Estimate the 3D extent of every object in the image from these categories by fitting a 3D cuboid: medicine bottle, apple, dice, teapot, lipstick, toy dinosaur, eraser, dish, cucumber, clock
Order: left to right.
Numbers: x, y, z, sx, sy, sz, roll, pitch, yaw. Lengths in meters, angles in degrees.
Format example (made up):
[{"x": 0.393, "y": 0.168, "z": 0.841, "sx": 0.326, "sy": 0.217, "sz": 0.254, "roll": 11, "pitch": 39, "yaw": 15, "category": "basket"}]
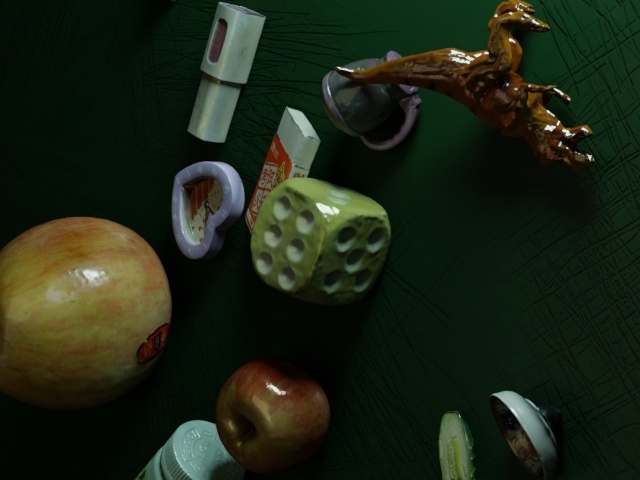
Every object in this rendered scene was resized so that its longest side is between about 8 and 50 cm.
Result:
[{"x": -0.503, "y": 0.150, "z": 2.032, "sx": 0.391, "sy": 0.346, "sz": 0.392, "roll": 1, "pitch": 91, "yaw": 50, "category": "apple"}, {"x": -0.287, "y": 0.496, "z": 1.943, "sx": 0.318, "sy": 0.158, "sz": 0.158, "roll": -51, "pitch": 57, "yaw": 32, "category": "medicine bottle"}, {"x": -0.216, "y": -0.069, "z": 1.947, "sx": 0.172, "sy": 0.064, "sz": 0.198, "roll": 51, "pitch": 122, "yaw": 32, "category": "clock"}, {"x": -0.181, "y": -0.312, "z": 1.908, "sx": 0.079, "sy": 0.077, "sz": 0.253, "roll": 34, "pitch": 114, "yaw": 39, "category": "lipstick"}, {"x": -0.083, "y": 0.300, "z": 1.746, "sx": 0.209, "sy": 0.164, "sz": 0.209, "roll": 12, "pitch": 109, "yaw": 39, "category": "apple"}, {"x": -0.070, "y": -0.103, "z": 1.779, "sx": 0.157, "sy": 0.038, "sz": 0.230, "roll": -117, "pitch": 46, "yaw": -61, "category": "eraser"}, {"x": 0.000, "y": 0.000, "z": 1.662, "sx": 0.166, "sy": 0.169, "sz": 0.169, "roll": 29, "pitch": 109, "yaw": 40, "category": "dice"}, {"x": 0.086, "y": -0.228, "z": 1.626, "sx": 0.146, "sy": 0.116, "sz": 0.148, "roll": -26, "pitch": 67, "yaw": 30, "category": "teapot"}, {"x": 0.213, "y": 0.314, "z": 1.545, "sx": 0.067, "sy": 0.035, "sz": 0.107, "roll": -18, "pitch": 71, "yaw": 54, "category": "cucumber"}, {"x": 0.237, "y": -0.255, "z": 1.476, "sx": 0.432, "sy": 0.097, "sz": 0.208, "roll": 32, "pitch": 108, "yaw": 30, "category": "toy dinosaur"}, {"x": 0.308, "y": 0.261, "z": 1.428, "sx": 0.141, "sy": 0.078, "sz": 0.141, "roll": 61, "pitch": 172, "yaw": 14, "category": "dish"}]
